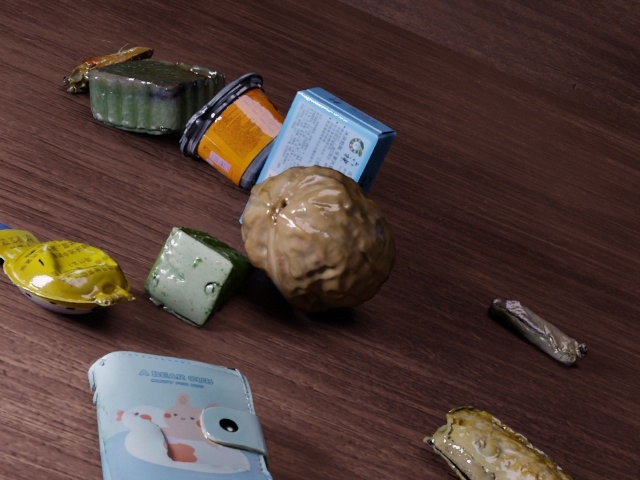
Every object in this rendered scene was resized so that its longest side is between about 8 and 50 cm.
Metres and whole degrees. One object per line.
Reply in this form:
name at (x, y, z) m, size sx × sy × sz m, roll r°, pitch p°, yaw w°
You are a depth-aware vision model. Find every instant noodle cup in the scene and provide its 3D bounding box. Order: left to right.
instant noodle cup at (-0.118, -0.164, 2.002) m, size 0.125 × 0.177 × 0.208 m, roll 43°, pitch 40°, yaw 10°

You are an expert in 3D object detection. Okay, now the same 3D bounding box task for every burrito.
burrito at (0.336, 0.138, 1.951) m, size 0.171 × 0.042 × 0.051 m, roll 38°, pitch 29°, yaw 21°

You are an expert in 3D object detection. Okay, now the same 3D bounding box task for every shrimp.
shrimp at (-0.360, -0.295, 2.119) m, size 0.051 × 0.115 × 0.217 m, roll 61°, pitch 32°, yaw -4°

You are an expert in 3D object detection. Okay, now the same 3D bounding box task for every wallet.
wallet at (-0.143, 0.211, 1.280) m, size 0.176 × 0.075 × 0.250 m, roll 9°, pitch 26°, yaw -19°

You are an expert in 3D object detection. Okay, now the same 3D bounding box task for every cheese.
cheese at (-0.328, 0.029, 1.496) m, size 0.250 × 0.064 × 0.156 m, roll 26°, pitch 20°, yaw 28°

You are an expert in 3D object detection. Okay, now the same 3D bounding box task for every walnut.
walnut at (0.000, 0.000, 1.714) m, size 0.198 × 0.198 × 0.245 m, roll 44°, pitch -1°, yaw 38°

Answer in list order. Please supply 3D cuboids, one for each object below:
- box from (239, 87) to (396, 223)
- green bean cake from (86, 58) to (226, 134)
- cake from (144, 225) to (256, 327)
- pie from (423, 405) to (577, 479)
box at (-0.005, -0.093, 1.860) m, size 0.142 × 0.232 × 0.083 m, roll 32°, pitch 20°, yaw 16°
green bean cake at (-0.266, -0.233, 2.033) m, size 0.181 × 0.094 × 0.173 m, roll 13°, pitch 20°, yaw 26°
cake at (-0.140, 0.017, 1.663) m, size 0.100 × 0.099 × 0.235 m, roll 29°, pitch 22°, yaw 6°
pie at (0.256, 0.300, 1.492) m, size 0.282 × 0.068 × 0.128 m, roll 39°, pitch 27°, yaw 22°
